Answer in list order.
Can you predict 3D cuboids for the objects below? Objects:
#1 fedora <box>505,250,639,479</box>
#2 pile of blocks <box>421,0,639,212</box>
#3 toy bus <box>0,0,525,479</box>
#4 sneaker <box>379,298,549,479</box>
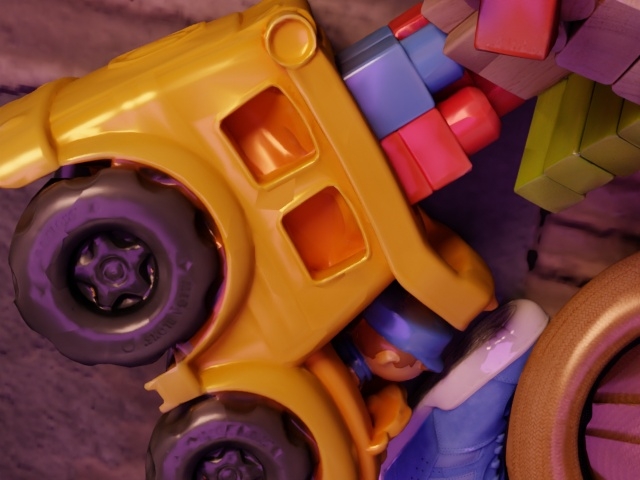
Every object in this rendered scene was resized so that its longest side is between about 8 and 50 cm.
[{"bbox_3d":[0.177,0.087,0.564,0.194,0.079,0.194,-1,86,11],"label":"fedora"},{"bbox_3d":[0.061,-0.086,0.426,0.149,0.112,0.362,-6,145,42],"label":"pile of blocks"},{"bbox_3d":[0.000,0.000,0.563,0.211,0.149,0.220,-28,105,4],"label":"toy bus"},{"bbox_3d":[0.075,0.099,0.614,0.085,0.058,0.152,40,118,2],"label":"sneaker"}]
